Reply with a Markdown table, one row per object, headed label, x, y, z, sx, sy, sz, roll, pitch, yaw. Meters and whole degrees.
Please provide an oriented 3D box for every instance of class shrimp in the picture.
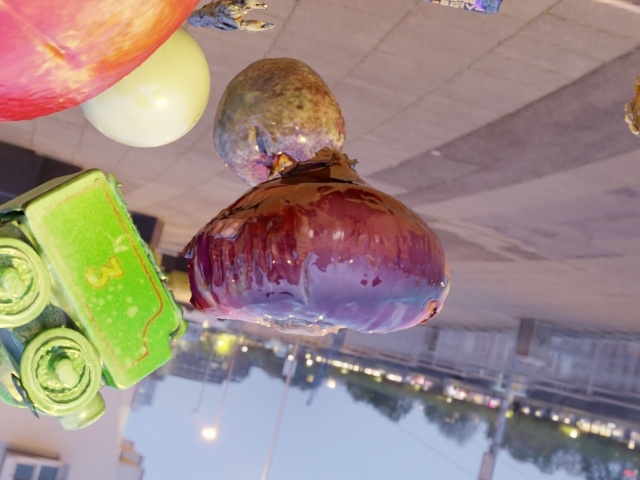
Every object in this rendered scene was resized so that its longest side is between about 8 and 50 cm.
| label | x | y | z | sx | sy | sz | roll | pitch | yaw |
| --- | --- | --- | --- | --- | --- | --- | --- | --- | --- |
| shrimp | -0.094 | -0.241 | 0.936 | 0.092 | 0.038 | 0.029 | 4 | 180 | -6 |

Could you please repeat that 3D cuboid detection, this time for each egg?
| label | x | y | z | sx | sy | sz | roll | pitch | yaw |
| --- | --- | --- | --- | --- | --- | --- | --- | --- | --- |
| egg | -0.253 | -0.227 | 1.225 | 0.183 | 0.182 | 0.264 | 19 | -168 | -32 |

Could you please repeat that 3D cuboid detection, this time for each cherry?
| label | x | y | z | sx | sy | sz | roll | pitch | yaw |
| --- | --- | --- | --- | --- | --- | --- | --- | --- | --- |
| cherry | -0.060 | -0.170 | 1.264 | 0.195 | 0.195 | 0.195 | 14 | 173 | 2 |

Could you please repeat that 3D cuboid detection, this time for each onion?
| label | x | y | z | sx | sy | sz | roll | pitch | yaw |
| --- | --- | --- | --- | --- | --- | --- | --- | --- | --- |
| onion | 0.000 | 0.000 | 0.747 | 0.230 | 0.163 | 0.230 | 10 | 174 | 1 |

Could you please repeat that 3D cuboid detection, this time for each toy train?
| label | x | y | z | sx | sy | sz | roll | pitch | yaw |
| --- | --- | --- | --- | --- | --- | --- | --- | --- | --- |
| toy train | -0.257 | 0.057 | 0.878 | 0.188 | 0.243 | 0.132 | -33 | -163 | -32 |

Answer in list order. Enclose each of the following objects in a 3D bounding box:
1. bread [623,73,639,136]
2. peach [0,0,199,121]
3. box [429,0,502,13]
| label | x | y | z | sx | sy | sz | roll | pitch | yaw |
| --- | --- | --- | --- | --- | --- | --- | --- | --- | --- |
| bread | 0.389 | -0.071 | 0.698 | 0.288 | 0.152 | 0.119 | 41 | -166 | 16 |
| peach | -0.199 | -0.244 | 0.465 | 0.370 | 0.369 | 0.370 | 14 | 173 | 2 |
| box | 0.096 | -0.350 | 0.741 | 0.198 | 0.084 | 0.310 | 12 | 144 | 2 |
